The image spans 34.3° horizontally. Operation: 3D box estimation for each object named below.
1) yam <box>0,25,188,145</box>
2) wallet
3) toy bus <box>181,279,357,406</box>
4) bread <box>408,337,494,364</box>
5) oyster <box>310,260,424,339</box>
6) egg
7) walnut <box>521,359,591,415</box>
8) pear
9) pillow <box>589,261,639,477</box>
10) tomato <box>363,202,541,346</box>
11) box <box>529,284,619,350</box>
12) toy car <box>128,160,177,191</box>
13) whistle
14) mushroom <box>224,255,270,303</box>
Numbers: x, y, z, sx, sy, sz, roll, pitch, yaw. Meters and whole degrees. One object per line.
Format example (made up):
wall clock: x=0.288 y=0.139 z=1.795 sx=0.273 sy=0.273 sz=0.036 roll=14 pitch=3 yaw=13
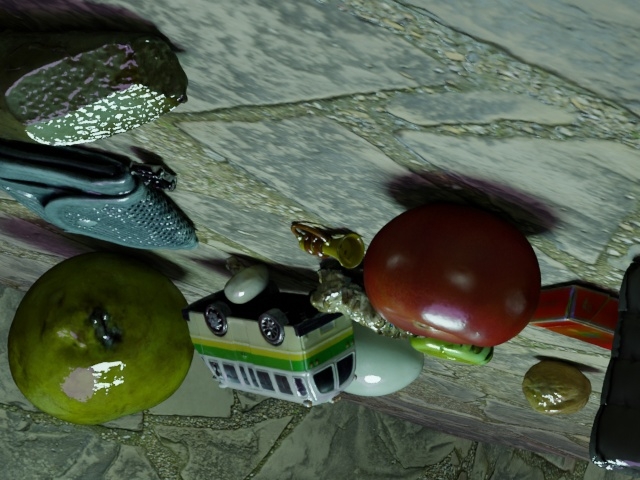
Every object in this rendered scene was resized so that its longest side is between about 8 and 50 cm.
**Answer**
yam: x=-0.245 y=-0.137 z=0.921 sx=0.259 sy=0.106 sz=0.106 roll=9 pitch=166 yaw=32
wallet: x=-0.321 y=-0.050 z=1.456 sx=0.237 sy=0.075 sz=0.342 roll=10 pitch=166 yaw=11
toy bus: x=-0.084 y=0.174 z=1.781 sx=0.305 sy=0.179 sz=0.143 roll=4 pitch=-159 yaw=44
bread: x=0.215 y=0.159 z=1.692 sx=0.139 sy=0.071 sz=0.130 roll=9 pitch=164 yaw=24
oyster: x=0.084 y=0.097 z=1.558 sx=0.198 sy=0.092 sz=0.259 roll=21 pitch=170 yaw=-5
egg: x=0.088 y=0.205 z=1.865 sx=0.209 sy=0.151 sz=0.151 roll=8 pitch=165 yaw=31
walnut: x=0.418 y=0.261 z=1.831 sx=0.124 sy=0.105 sz=0.105 roll=-1 pitch=159 yaw=40
pear: x=-0.416 y=0.185 z=1.989 sx=0.352 sy=0.352 sz=0.413 roll=16 pitch=152 yaw=-1
pillow: x=0.455 y=0.162 z=1.053 sx=0.326 sy=0.228 sz=0.101 roll=12 pitch=173 yaw=13
tomato: x=0.139 y=0.035 z=1.104 sx=0.195 sy=0.136 sz=0.195 roll=17 pitch=169 yaw=3
box: x=0.367 y=0.105 z=1.325 sx=0.175 sy=0.048 sz=0.112 roll=18 pitch=169 yaw=-14
toy car: x=-0.204 y=-0.082 z=1.268 sx=0.041 sy=0.025 sz=0.093 roll=12 pitch=170 yaw=10
whistle: x=0.000 y=0.005 z=1.366 sx=0.057 sy=0.046 sz=0.109 roll=8 pitch=-177 yaw=-45
mushroom: x=-0.128 y=0.060 z=1.712 sx=0.079 sy=0.085 sz=0.085 roll=51 pitch=169 yaw=7
